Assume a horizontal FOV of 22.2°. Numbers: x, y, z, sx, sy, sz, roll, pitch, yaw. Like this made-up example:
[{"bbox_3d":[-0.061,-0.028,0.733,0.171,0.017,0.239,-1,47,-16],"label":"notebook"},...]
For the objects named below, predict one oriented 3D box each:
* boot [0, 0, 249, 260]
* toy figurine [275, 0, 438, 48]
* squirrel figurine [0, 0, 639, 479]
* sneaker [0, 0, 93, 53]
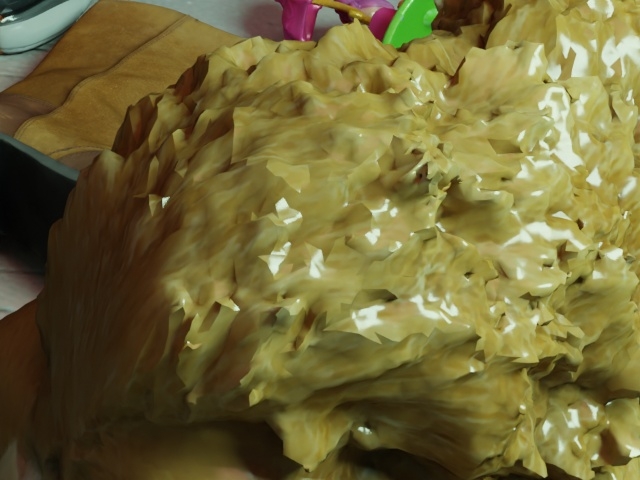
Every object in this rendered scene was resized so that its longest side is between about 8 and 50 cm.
[{"bbox_3d":[-0.094,-0.052,1.021,0.264,0.096,0.280,14,30,19],"label":"boot"},{"bbox_3d":[0.048,-0.152,1.148,0.173,0.130,0.159,1,23,-47],"label":"toy figurine"},{"bbox_3d":[0.067,0.096,0.609,0.370,0.397,0.281,5,26,-27],"label":"squirrel figurine"},{"bbox_3d":[-0.167,-0.278,1.187,0.124,0.180,0.321,19,39,12],"label":"sneaker"}]
